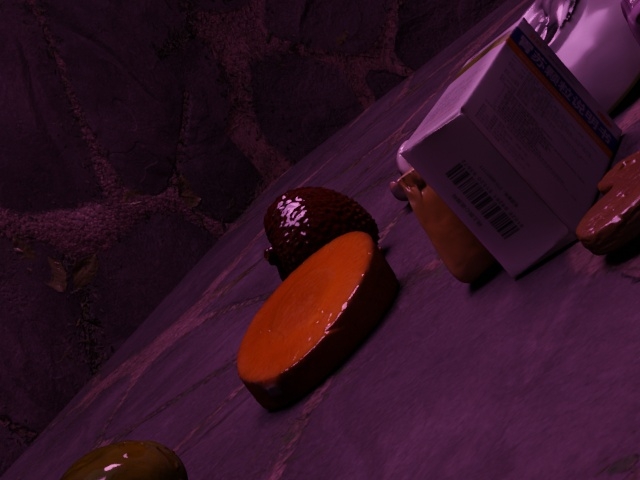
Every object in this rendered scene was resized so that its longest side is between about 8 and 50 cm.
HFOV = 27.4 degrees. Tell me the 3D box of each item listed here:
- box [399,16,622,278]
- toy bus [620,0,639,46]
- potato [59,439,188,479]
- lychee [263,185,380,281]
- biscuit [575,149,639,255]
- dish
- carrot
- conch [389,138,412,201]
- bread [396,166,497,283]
[{"bbox_3d":[0.236,-0.117,1.570,0.106,0.200,0.299,-38,9,34],"label":"box"},{"bbox_3d":[0.452,-0.270,1.589,0.142,0.142,0.202,-33,9,17],"label":"toy bus"},{"bbox_3d":[-0.259,0.341,1.702,0.186,0.148,0.253,-22,6,19],"label":"potato"},{"bbox_3d":[-0.006,-0.001,2.165,0.194,0.194,0.194,-41,8,7],"label":"lychee"},{"bbox_3d":[0.366,-0.088,1.345,0.301,0.049,0.197,-45,5,-25],"label":"biscuit"},{"bbox_3d":[0.346,-0.283,1.898,0.324,0.124,0.324,-49,18,22],"label":"dish"},{"bbox_3d":[-0.004,0.121,1.883,0.258,0.100,0.307,-33,19,38],"label":"carrot"},{"bbox_3d":[0.161,-0.120,2.324,0.176,0.094,0.104,147,129,-69],"label":"conch"},{"bbox_3d":[0.172,-0.041,1.613,0.085,0.173,0.134,-29,5,21],"label":"bread"}]
